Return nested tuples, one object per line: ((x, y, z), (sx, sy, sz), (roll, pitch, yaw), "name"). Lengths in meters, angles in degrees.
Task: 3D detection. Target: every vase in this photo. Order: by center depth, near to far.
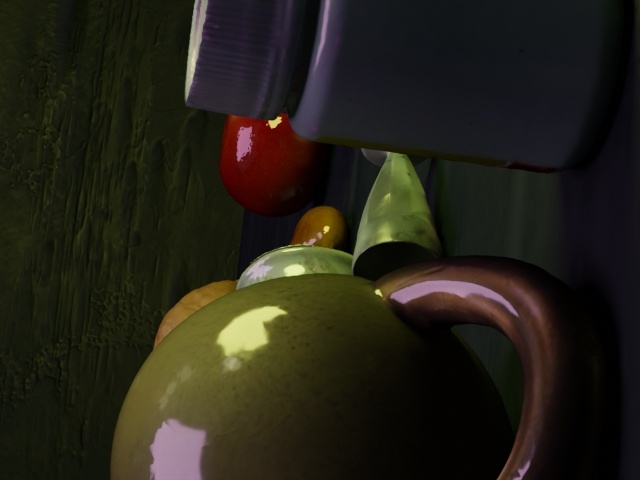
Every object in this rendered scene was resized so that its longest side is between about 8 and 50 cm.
((0.035, 0.148, 0.847), (0.329, 0.241, 0.302), (-50, 36, 26), "vase")

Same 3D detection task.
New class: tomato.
((-0.061, -0.126, 2.006), (0.195, 0.136, 0.195), (-172, 90, -83), "tomato")

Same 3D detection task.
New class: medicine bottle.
((0.044, -0.118, 0.853), (0.139, 0.226, 0.139), (-172, 90, -81), "medicine bottle")
((-0.010, 0.097, 1.373), (0.147, 0.147, 0.143), (105, 172, -47), "medicine bottle")

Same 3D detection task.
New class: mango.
((0.000, 0.000, 1.722), (0.114, 0.060, 0.080), (162, 131, -84), "mango")

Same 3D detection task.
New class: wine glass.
((0.064, -0.030, 1.234), (0.073, 0.073, 0.155), (105, 172, -48), "wine glass")

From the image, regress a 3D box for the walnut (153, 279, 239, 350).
((-0.107, 0.139, 1.876), (0.222, 0.195, 0.195), (165, 112, -81), "walnut")

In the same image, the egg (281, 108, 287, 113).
((-0.016, -0.230, 1.725), (0.146, 0.147, 0.198), (-90, 17, -45), "egg")
